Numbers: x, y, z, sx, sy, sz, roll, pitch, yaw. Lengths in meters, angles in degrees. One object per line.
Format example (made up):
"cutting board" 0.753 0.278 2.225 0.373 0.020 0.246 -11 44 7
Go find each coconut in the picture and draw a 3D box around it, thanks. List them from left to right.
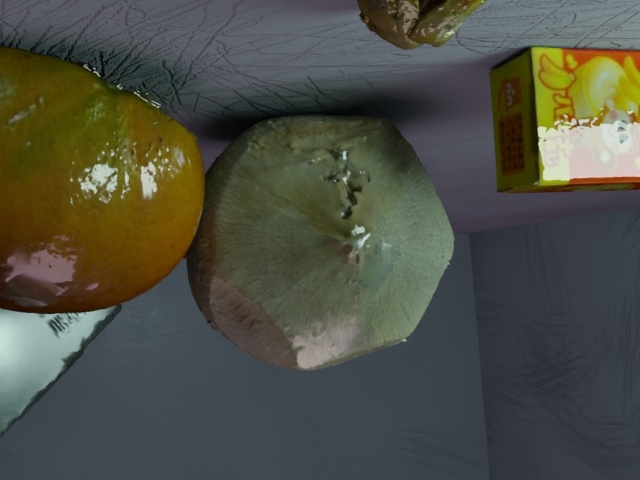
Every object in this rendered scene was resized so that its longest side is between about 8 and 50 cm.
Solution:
"coconut" 0.000 0.000 0.950 0.346 0.346 0.360 -3 -178 -23

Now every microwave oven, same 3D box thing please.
"microwave oven" -0.520 0.070 0.936 0.432 0.374 0.236 -7 -146 46

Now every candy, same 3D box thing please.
"candy" 0.329 -0.128 0.790 0.276 0.146 0.088 -4 178 -16

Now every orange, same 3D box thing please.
"orange" -0.274 -0.054 0.703 0.274 0.310 0.274 -37 -164 13

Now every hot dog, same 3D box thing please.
"hot dog" 0.071 -0.167 0.507 0.078 0.061 0.169 -2 176 -11

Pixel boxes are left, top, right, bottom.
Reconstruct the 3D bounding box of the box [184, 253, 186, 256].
"box" -0.299 -0.044 1.305 0.074 0.153 0.240 -12 172 35
